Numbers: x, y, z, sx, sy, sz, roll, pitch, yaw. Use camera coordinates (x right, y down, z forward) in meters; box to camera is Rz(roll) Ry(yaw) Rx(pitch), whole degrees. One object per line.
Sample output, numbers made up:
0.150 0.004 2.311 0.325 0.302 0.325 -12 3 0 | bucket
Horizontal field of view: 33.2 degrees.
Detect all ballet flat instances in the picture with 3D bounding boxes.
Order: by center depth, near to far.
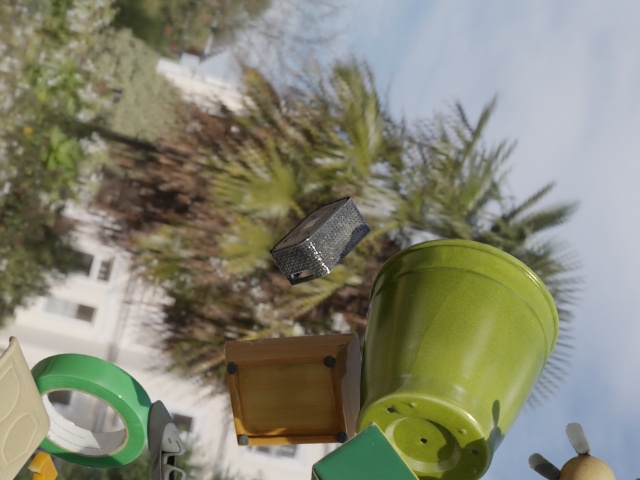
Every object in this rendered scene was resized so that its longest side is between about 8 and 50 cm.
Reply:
-0.266 0.386 1.877 0.072 0.068 0.213 31 58 -67 | ballet flat

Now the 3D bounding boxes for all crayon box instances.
0.115 0.418 1.413 0.106 0.313 0.363 -34 165 -11 | crayon box

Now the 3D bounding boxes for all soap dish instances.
-0.055 0.316 2.211 0.118 0.291 0.228 -30 114 -72 | soap dish

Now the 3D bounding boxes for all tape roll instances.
-0.558 0.407 2.546 0.077 0.321 0.321 -73 -172 -49 | tape roll

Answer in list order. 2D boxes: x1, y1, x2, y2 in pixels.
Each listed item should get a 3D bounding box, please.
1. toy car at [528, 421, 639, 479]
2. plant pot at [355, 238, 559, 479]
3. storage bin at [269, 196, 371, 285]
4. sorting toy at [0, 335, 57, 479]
0.417 0.384 1.668 0.155 0.188 0.149 -40 169 -4 | toy car
0.222 0.245 1.935 0.366 0.367 0.353 -63 180 40 | plant pot
0.000 0.000 2.146 0.122 0.084 0.180 -18 -159 48 | storage bin
-0.453 0.302 1.487 0.307 0.041 0.229 87 24 -48 | sorting toy
